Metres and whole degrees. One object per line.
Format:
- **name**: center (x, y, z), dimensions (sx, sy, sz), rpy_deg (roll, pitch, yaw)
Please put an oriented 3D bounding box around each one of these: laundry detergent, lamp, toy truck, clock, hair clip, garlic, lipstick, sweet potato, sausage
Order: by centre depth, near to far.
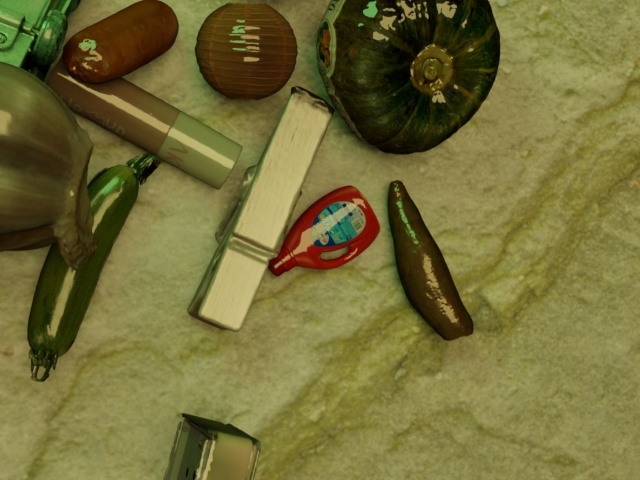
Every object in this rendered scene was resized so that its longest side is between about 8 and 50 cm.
- **garlic**: center (-0.381, -0.083, 0.981), dimensions (0.292, 0.237, 0.210), rpy_deg (18, 81, -11)
- **toy truck**: center (-0.375, -0.284, 1.051), dimensions (0.155, 0.156, 0.279), rpy_deg (20, 53, -15)
- **clock**: center (-0.142, 0.298, 1.065), dimensions (0.071, 0.192, 0.147), rpy_deg (16, 80, -17)
- **sausage**: center (-0.249, -0.251, 1.102), dimensions (0.076, 0.076, 0.197), rpy_deg (49, 37, -7)
- **lipstick**: center (-0.229, -0.156, 1.141), dimensions (0.254, 0.070, 0.070), rpy_deg (29, 78, -12)
- **lamp**: center (-0.098, -0.250, 1.157), dimensions (0.136, 0.136, 0.136), rpy_deg (2, 85, -17)
- **hair clip**: center (-0.080, -0.040, 1.167), dimensions (0.085, 0.101, 0.331), rpy_deg (28, 80, -16)
- **laundry detergent**: center (0.000, 0.000, 1.211), dimensions (0.165, 0.049, 0.097), rpy_deg (-35, 101, -14)
- **sweet potato**: center (0.139, 0.033, 1.240), dimensions (0.077, 0.077, 0.243), rpy_deg (-26, 87, -17)

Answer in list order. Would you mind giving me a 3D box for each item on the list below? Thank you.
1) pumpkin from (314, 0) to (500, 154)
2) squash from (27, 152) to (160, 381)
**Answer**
- **pumpkin**: center (0.120, -0.257, 1.205), dimensions (0.260, 0.189, 0.260), rpy_deg (-6, 116, -12)
- **squash**: center (-0.301, 0.022, 1.101), dimensions (0.080, 0.071, 0.318), rpy_deg (22, 76, 3)
